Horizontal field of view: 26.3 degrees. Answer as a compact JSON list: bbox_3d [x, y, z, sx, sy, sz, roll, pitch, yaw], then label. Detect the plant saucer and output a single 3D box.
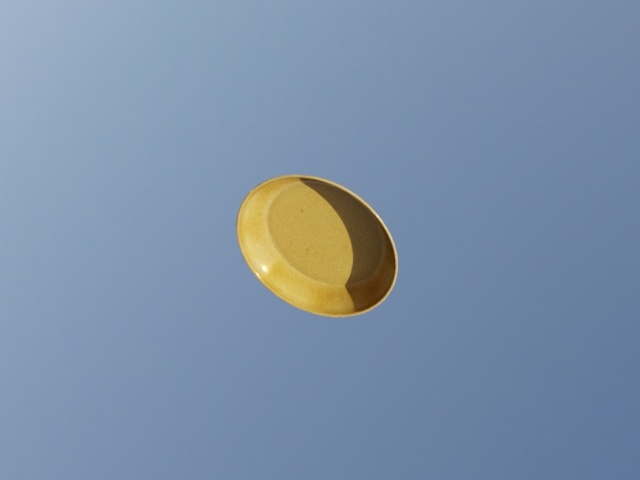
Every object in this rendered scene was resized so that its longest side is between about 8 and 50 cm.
[{"bbox_3d":[0.000,0.000,0.663,0.083,0.083,0.015,-19,-155,35],"label":"plant saucer"}]
